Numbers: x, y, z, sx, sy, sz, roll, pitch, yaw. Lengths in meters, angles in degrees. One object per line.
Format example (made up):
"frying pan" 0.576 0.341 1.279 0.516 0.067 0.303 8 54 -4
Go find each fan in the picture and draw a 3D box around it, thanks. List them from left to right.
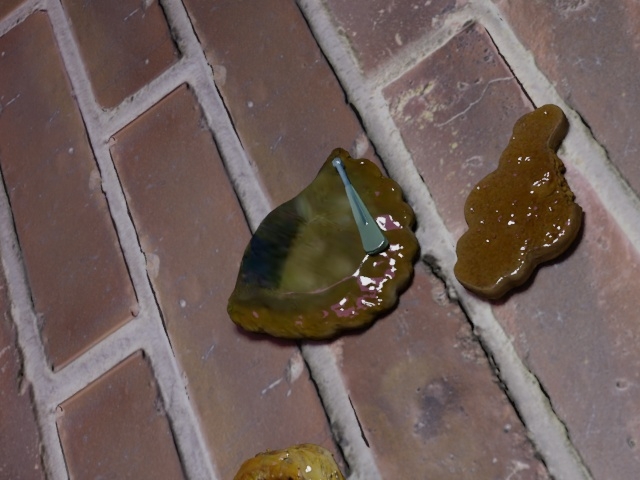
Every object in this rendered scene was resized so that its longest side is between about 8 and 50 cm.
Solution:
"fan" 0.055 -0.056 2.047 0.038 0.016 0.193 -30 53 8

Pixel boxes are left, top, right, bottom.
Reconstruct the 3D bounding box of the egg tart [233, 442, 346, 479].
"egg tart" -0.027 0.428 1.811 0.297 0.132 0.297 -17 63 38

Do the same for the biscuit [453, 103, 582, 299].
"biscuit" 0.299 -0.059 1.945 0.183 0.047 0.320 -4 60 30

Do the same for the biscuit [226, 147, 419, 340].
"biscuit" 0.000 0.000 2.093 0.329 0.078 0.335 -12 57 22
